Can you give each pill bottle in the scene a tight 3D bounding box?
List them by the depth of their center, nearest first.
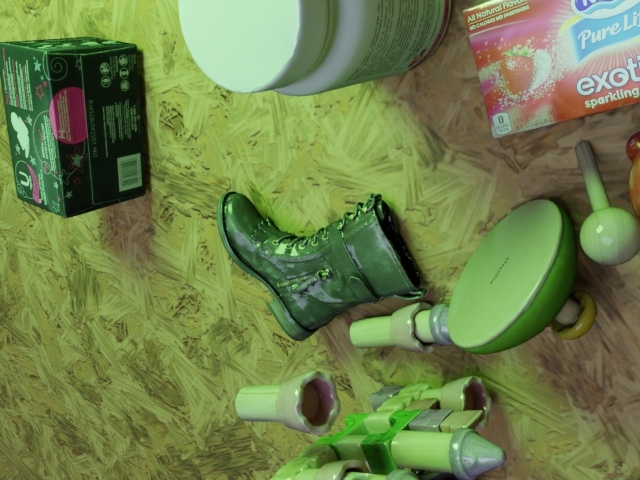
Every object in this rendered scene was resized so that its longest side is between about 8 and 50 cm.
[{"bbox_3d":[0.006,-0.232,0.643,0.160,0.283,0.161,13,115,30],"label":"pill bottle"}]

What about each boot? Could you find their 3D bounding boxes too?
[{"bbox_3d":[0.000,0.000,0.880,0.229,0.091,0.263,-33,92,33],"label":"boot"}]

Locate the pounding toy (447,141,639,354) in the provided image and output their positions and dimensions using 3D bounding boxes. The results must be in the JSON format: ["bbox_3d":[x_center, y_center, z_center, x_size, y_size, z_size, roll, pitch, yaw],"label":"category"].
[{"bbox_3d":[0.248,0.042,0.681,0.110,0.183,0.237,31,124,-9],"label":"pounding toy"}]

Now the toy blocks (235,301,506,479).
[{"bbox_3d":[0.117,0.251,0.755,0.260,0.288,0.309,-14,96,43],"label":"toy blocks"}]

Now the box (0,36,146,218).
[{"bbox_3d":[-0.385,-0.185,1.013,0.142,0.163,0.247,19,118,32],"label":"box"}]

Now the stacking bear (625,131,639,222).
[{"bbox_3d":[0.407,-0.057,0.523,0.289,0.164,0.176,-5,105,41],"label":"stacking bear"}]

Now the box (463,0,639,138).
[{"bbox_3d":[0.276,-0.189,0.575,0.256,0.122,0.128,-9,102,37],"label":"box"}]
